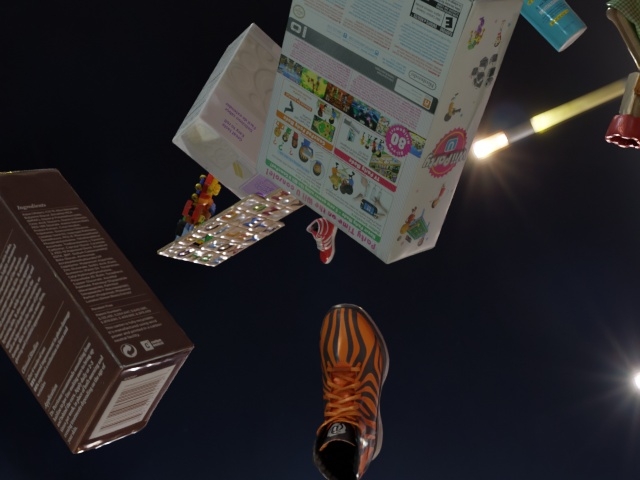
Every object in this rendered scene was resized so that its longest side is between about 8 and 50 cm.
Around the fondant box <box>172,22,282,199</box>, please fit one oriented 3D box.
[{"bbox_3d":[-0.116,-0.233,1.887,0.238,0.096,0.330,40,-137,-19],"label":"fondant box"}]

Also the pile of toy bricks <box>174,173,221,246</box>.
[{"bbox_3d":[-0.217,-0.025,1.899,0.105,0.212,0.118,24,-130,-4],"label":"pile of toy bricks"}]

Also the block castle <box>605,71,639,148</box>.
[{"bbox_3d":[0.787,-0.247,1.972,0.453,0.303,0.213,103,-177,-85],"label":"block castle"}]

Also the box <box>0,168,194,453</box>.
[{"bbox_3d":[-0.368,0.092,1.411,0.381,0.191,0.143,48,-146,22],"label":"box"}]

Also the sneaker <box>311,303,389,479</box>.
[{"bbox_3d":[0.050,0.282,1.716,0.180,0.124,0.321,-45,-51,-71],"label":"sneaker"}]

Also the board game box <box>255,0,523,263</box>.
[{"bbox_3d":[0.061,-0.163,1.078,0.224,0.303,0.097,37,-145,31],"label":"board game box"}]

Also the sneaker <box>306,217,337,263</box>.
[{"bbox_3d":[0.000,0.000,2.218,0.067,0.042,0.118,-10,-62,-38],"label":"sneaker"}]

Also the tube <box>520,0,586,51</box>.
[{"bbox_3d":[0.302,-0.369,1.439,0.207,0.080,0.052,50,172,9],"label":"tube"}]

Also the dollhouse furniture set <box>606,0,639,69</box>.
[{"bbox_3d":[0.589,-0.287,1.442,0.197,0.151,0.301,-46,-67,-23],"label":"dollhouse furniture set"}]

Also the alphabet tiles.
[{"bbox_3d":[-0.134,-0.023,1.671,0.009,0.237,0.198,65,-163,17],"label":"alphabet tiles"}]
